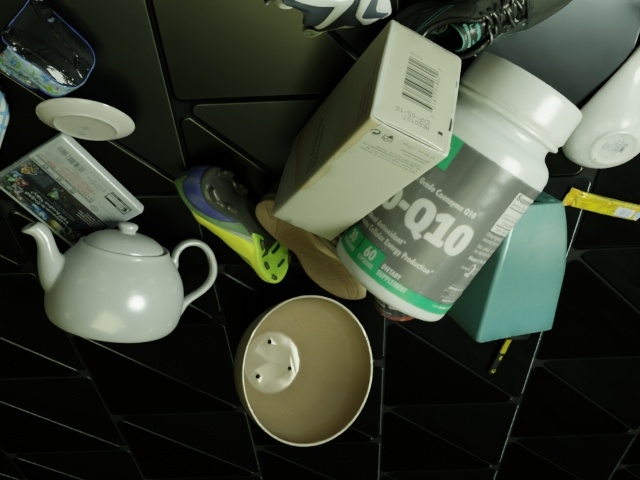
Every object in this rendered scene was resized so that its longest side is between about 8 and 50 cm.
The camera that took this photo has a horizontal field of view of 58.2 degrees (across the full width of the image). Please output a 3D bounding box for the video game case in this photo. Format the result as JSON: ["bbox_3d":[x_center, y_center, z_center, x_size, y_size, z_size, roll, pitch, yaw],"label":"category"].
[{"bbox_3d":[-0.440,-0.082,1.010,0.173,0.022,0.190,-25,128,19],"label":"video game case"}]

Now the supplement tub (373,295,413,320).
[{"bbox_3d":[0.152,0.053,1.080,0.106,0.106,0.198,-2,132,1],"label":"supplement tub"}]

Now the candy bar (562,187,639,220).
[{"bbox_3d":[0.517,-0.063,1.039,0.161,0.018,0.040,11,134,-11],"label":"candy bar"}]

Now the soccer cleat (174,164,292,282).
[{"bbox_3d":[-0.150,-0.028,1.036,0.121,0.093,0.289,5,145,37],"label":"soccer cleat"}]

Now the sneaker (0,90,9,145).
[{"bbox_3d":[-0.549,-0.160,0.898,0.085,0.086,0.237,20,127,-16],"label":"sneaker"}]

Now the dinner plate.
[{"bbox_3d":[-0.358,-0.178,0.878,0.141,0.017,0.141,2,167,1],"label":"dinner plate"}]

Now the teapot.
[{"bbox_3d":[-0.352,0.059,1.028,0.252,0.256,0.187,15,97,12],"label":"teapot"}]

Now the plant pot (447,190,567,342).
[{"bbox_3d":[0.317,0.023,1.000,0.165,0.166,0.234,-5,118,-23],"label":"plant pot"}]

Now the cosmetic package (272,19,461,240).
[{"bbox_3d":[0.052,-0.134,0.803,0.113,0.160,0.309,23,152,-18],"label":"cosmetic package"}]

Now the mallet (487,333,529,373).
[{"bbox_3d":[0.426,0.248,1.308,0.062,0.039,0.189,-4,136,0],"label":"mallet"}]

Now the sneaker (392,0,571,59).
[{"bbox_3d":[0.226,-0.295,0.774,0.267,0.106,0.101,-20,126,14],"label":"sneaker"}]

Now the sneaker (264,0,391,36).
[{"bbox_3d":[-0.016,-0.362,0.717,0.153,0.094,0.235,-22,139,7],"label":"sneaker"}]

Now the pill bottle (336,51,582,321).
[{"bbox_3d":[0.199,-0.076,0.856,0.204,0.204,0.361,26,107,-22],"label":"pill bottle"}]

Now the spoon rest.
[{"bbox_3d":[0.478,-0.213,0.880,0.137,0.084,0.276,8,144,-6],"label":"spoon rest"}]

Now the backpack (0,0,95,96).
[{"bbox_3d":[-0.384,-0.260,0.802,0.084,0.105,0.114,-15,137,42],"label":"backpack"}]

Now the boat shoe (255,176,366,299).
[{"bbox_3d":[0.000,0.000,1.039,0.103,0.092,0.285,-14,131,42],"label":"boat shoe"}]

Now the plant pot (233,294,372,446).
[{"bbox_3d":[-0.062,0.258,1.182,0.284,0.284,0.191,28,161,-23],"label":"plant pot"}]
